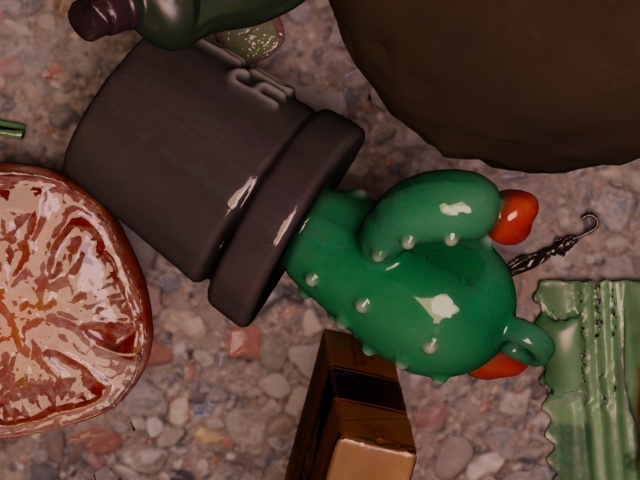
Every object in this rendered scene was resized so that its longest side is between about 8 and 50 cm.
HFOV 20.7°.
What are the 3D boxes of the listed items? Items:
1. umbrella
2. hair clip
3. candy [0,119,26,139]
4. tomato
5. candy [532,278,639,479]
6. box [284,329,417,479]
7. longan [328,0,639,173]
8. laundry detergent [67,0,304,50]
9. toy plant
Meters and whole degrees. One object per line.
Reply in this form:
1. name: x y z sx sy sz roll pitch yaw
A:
1. umbrella: 0.187 0.015 1.502 0.122 0.013 0.022 -33 93 9
2. hair clip: -0.076 -0.209 1.422 0.054 0.022 0.137 -24 104 7
3. candy: -0.371 -0.113 1.432 0.262 0.073 0.077 10 125 -12
4. tomato: -0.249 0.047 1.460 0.236 0.095 0.237 0 103 -1
5. candy: 0.384 0.156 1.496 0.397 0.172 0.263 1 98 19
6. box: 0.019 0.187 1.434 0.070 0.237 0.152 12 106 -9
7. longan: 0.192 -0.263 1.223 0.404 0.404 0.436 -3 100 0
8. laundry detergent: -0.102 -0.219 1.334 0.221 0.078 0.144 -28 93 -30
9. toy plant: 0.005 -0.008 1.370 0.400 0.185 0.279 34 131 3
